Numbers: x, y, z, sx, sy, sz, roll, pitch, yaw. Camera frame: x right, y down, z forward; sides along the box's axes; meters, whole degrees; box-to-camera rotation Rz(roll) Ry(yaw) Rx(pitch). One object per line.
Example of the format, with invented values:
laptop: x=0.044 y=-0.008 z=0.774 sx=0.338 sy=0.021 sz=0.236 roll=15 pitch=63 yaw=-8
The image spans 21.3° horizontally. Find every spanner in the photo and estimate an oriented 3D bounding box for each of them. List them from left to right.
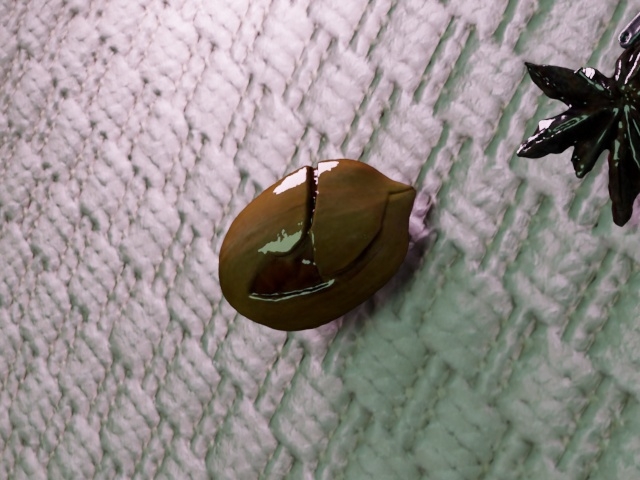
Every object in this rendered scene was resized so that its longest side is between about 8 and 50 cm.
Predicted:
spanner: x=0.415 y=-0.303 z=1.977 sx=0.208 sy=0.012 sz=0.046 roll=-51 pitch=44 yaw=28

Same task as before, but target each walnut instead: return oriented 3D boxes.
walnut: x=0.000 y=0.000 z=2.237 sx=0.298 sy=0.203 sz=0.203 roll=-32 pitch=53 yaw=18

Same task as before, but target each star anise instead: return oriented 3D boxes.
star anise: x=0.356 y=-0.149 z=1.915 sx=0.282 sy=0.129 sz=0.212 roll=-28 pitch=62 yaw=28
